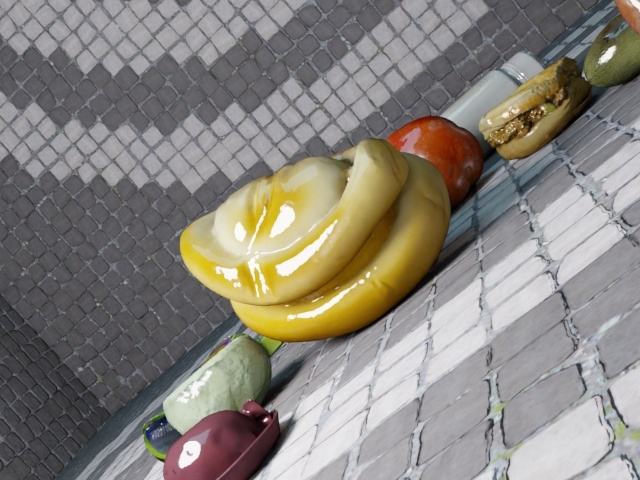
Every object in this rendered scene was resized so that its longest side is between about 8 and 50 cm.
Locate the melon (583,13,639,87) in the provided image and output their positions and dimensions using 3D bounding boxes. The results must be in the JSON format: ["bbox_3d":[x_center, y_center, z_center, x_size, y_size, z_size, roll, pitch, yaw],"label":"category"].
[{"bbox_3d":[0.502,-0.317,1.441,0.162,0.099,0.099,-43,3,30],"label":"melon"}]

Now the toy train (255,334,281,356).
[{"bbox_3d":[-0.106,0.212,1.909,0.081,0.050,0.122,-50,7,-12],"label":"toy train"}]

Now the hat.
[{"bbox_3d":[-0.144,0.281,1.153,0.205,0.089,0.205,-41,3,3],"label":"hat"}]

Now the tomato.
[{"bbox_3d":[0.199,-0.136,1.728,0.232,0.188,0.232,-43,2,2],"label":"tomato"}]

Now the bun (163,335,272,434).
[{"bbox_3d":[-0.162,0.252,1.449,0.195,0.118,0.195,-37,-1,-1],"label":"bun"}]

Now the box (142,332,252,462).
[{"bbox_3d":[-0.219,0.294,1.694,0.134,0.097,0.345,-39,4,20],"label":"box"}]

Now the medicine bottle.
[{"bbox_3d":[0.397,-0.303,1.985,0.258,0.143,0.143,-42,4,-1],"label":"medicine bottle"}]

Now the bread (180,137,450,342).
[{"bbox_3d":[-0.006,-0.025,1.401,0.424,0.245,0.329,-21,35,34],"label":"bread"}]

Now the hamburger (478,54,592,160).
[{"bbox_3d":[0.387,-0.238,1.594,0.214,0.108,0.214,-41,5,4],"label":"hamburger"}]

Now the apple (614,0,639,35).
[{"bbox_3d":[0.477,-0.349,1.057,0.253,0.253,0.253,-41,4,3],"label":"apple"}]
